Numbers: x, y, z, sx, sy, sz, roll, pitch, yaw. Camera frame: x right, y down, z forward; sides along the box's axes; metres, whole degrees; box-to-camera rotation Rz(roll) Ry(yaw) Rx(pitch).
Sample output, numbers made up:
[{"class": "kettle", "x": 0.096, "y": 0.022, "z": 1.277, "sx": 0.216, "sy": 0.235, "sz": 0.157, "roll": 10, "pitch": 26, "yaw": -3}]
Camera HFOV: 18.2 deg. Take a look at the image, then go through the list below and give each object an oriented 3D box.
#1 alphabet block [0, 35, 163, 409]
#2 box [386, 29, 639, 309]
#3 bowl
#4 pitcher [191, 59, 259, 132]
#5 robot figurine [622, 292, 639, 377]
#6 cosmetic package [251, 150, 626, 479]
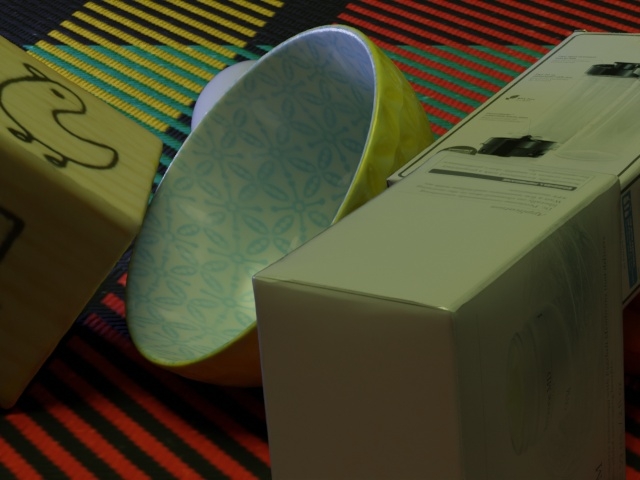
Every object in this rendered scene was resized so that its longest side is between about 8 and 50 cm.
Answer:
[{"class": "alphabet block", "x": -0.257, "y": -0.026, "z": 1.513, "sx": 0.197, "sy": 0.193, "sz": 0.192, "roll": 33, "pitch": 21, "yaw": -12}, {"class": "box", "x": 0.194, "y": -0.057, "z": 1.403, "sx": 0.169, "sy": 0.087, "sz": 0.290, "roll": 6, "pitch": 29, "yaw": 33}, {"class": "bowl", "x": 0.000, "y": 0.000, "z": 1.503, "sx": 0.156, "sy": 0.289, "sz": 0.289, "roll": 34, "pitch": 4, "yaw": -29}, {"class": "pitcher", "x": -0.075, "y": -0.070, "z": 1.799, "sx": 0.178, "sy": 0.125, "sz": 0.207, "roll": -19, "pitch": 33, "yaw": 4}, {"class": "robot figurine", "x": 0.240, "y": 0.037, "z": 1.440, "sx": 0.219, "sy": 0.128, "sz": 0.158, "roll": 11, "pitch": 52, "yaw": 36}, {"class": "cosmetic package", "x": 0.081, "y": 0.091, "z": 1.211, "sx": 0.138, "sy": 0.224, "sz": 0.225, "roll": 10, "pitch": 26, "yaw": 32}]
